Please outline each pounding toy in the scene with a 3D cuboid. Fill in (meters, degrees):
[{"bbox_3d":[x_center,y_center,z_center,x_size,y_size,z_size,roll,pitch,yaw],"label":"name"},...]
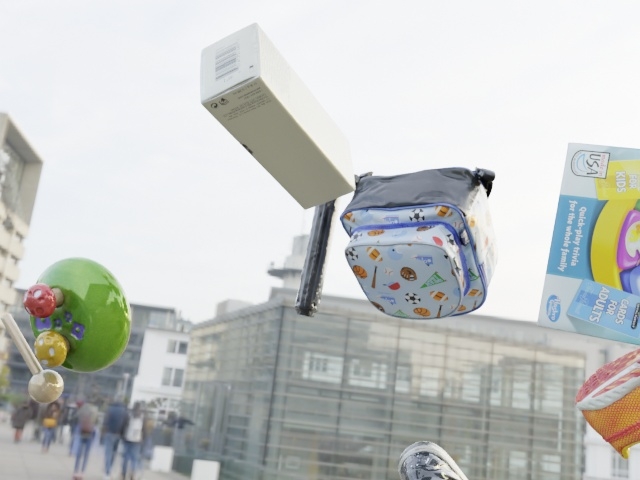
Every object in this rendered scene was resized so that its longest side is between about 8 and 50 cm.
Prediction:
[{"bbox_3d":[-0.410,0.136,1.097,0.237,0.183,0.110,-38,-9,22],"label":"pounding toy"}]

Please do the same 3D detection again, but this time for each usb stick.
[{"bbox_3d":[0.000,0.000,1.313,0.045,0.278,0.077,12,-7,1],"label":"usb stick"}]

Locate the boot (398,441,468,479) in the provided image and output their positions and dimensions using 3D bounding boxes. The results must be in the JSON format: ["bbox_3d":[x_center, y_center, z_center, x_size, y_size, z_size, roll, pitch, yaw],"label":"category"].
[{"bbox_3d":[0.174,0.348,0.803,0.236,0.085,0.178,47,10,1],"label":"boot"}]

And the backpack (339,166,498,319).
[{"bbox_3d":[0.181,0.020,1.250,0.276,0.213,0.263,1,-40,37],"label":"backpack"}]

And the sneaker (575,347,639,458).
[{"bbox_3d":[0.241,0.088,0.453,0.067,0.064,0.175,47,-37,5],"label":"sneaker"}]

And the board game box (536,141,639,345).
[{"bbox_3d":[0.473,0.019,0.935,0.335,0.254,0.079,9,-2,24],"label":"board game box"}]

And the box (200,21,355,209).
[{"bbox_3d":[-0.054,-0.165,1.027,0.094,0.113,0.275,-20,-39,20],"label":"box"}]
